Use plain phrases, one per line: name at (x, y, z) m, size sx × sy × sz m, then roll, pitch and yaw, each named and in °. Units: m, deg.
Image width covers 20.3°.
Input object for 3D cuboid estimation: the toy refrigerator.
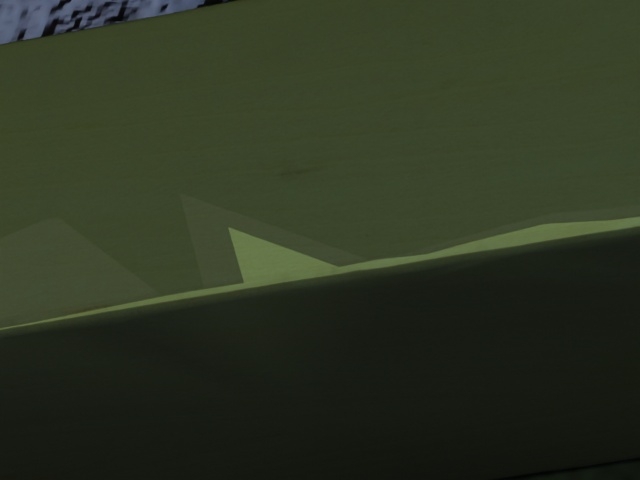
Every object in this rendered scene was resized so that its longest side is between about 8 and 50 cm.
toy refrigerator at (0.000, 0.000, 0.433) m, size 0.269 × 0.102 × 0.094 m, roll -10°, pitch 54°, yaw 8°
